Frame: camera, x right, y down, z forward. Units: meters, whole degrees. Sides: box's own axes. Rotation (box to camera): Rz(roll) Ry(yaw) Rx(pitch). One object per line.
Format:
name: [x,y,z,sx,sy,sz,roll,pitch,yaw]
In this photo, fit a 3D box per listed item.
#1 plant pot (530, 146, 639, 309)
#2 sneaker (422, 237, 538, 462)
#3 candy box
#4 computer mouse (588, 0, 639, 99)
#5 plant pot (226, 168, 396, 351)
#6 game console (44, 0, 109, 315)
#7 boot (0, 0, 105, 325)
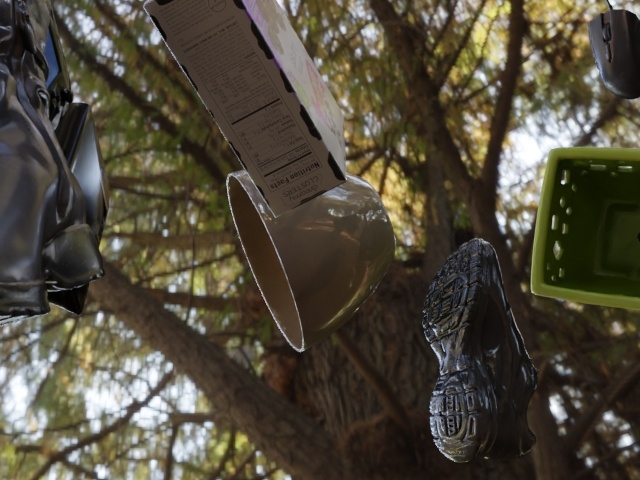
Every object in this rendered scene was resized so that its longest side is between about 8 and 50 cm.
plant pot: [0.466,-0.009,1.337,0.228,0.227,0.207,7,-3,32]
sneaker: [0.205,0.137,1.105,0.130,0.286,0.109,15,-24,-27]
candy box: [-0.053,-0.142,0.741,0.070,0.165,0.196,-26,-66,13]
computer mouse: [0.338,-0.283,1.062,0.071,0.041,0.242,-14,-80,53]
plant pot: [0.000,0.000,1.334,0.191,0.284,0.284,-22,-49,-14]
game console: [-0.265,-0.118,0.850,0.044,0.213,0.361,-3,-50,0]
boot: [-0.216,-0.064,0.497,0.118,0.338,0.222,-10,-85,-5]
